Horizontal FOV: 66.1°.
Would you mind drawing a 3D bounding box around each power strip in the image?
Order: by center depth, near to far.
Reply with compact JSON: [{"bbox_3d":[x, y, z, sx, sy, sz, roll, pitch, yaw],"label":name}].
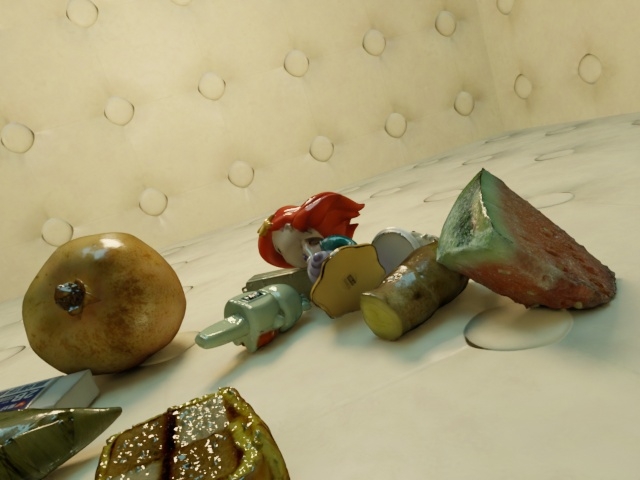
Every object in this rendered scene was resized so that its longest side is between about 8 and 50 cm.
[{"bbox_3d":[-0.040,0.093,1.078,0.272,0.078,0.052,-14,11,17],"label":"power strip"}]

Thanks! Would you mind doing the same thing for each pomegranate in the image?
[{"bbox_3d":[-0.428,0.124,0.982,0.319,0.319,0.319,-16,12,3],"label":"pomegranate"}]

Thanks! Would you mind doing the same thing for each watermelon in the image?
[{"bbox_3d":[0.313,0.026,0.734,0.140,0.256,0.193,-63,-1,43],"label":"watermelon"}]

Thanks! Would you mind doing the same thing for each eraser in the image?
[{"bbox_3d":[-0.512,0.296,0.847,0.210,0.068,0.124,-15,11,5],"label":"eraser"}]

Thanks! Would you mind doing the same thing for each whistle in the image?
[{"bbox_3d":[-0.116,0.142,0.904,0.101,0.106,0.253,-28,-6,42],"label":"whistle"}]

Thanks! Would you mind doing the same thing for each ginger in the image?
[{"bbox_3d":[0.172,0.068,0.818,0.263,0.109,0.116,-28,18,-38],"label":"ginger"}]

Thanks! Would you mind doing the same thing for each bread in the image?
[{"bbox_3d":[-0.131,0.240,0.489,0.181,0.096,0.222,-20,10,-16],"label":"bread"}]

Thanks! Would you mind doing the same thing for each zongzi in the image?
[{"bbox_3d":[-0.461,0.283,0.696,0.251,0.125,0.274,2,19,40],"label":"zongzi"}]

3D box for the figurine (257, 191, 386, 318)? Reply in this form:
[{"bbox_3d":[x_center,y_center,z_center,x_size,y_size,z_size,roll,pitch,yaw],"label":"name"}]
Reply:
[{"bbox_3d":[0.002,0.007,0.966,0.181,0.208,0.257,3,28,-38],"label":"figurine"}]

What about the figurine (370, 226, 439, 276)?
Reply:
[{"bbox_3d":[0.191,0.030,1.002,0.132,0.132,0.153,-6,4,44],"label":"figurine"}]
